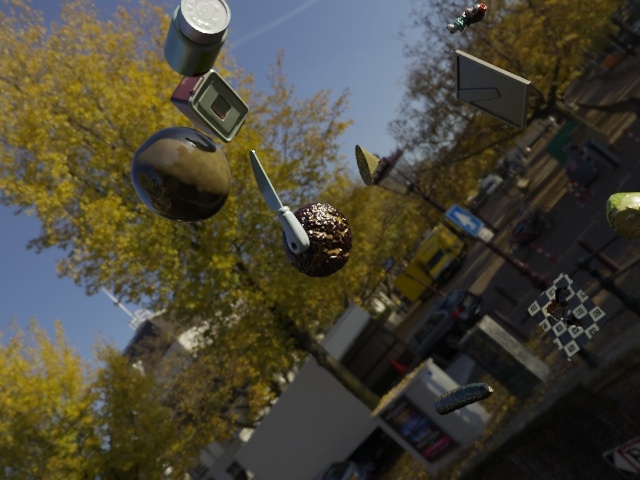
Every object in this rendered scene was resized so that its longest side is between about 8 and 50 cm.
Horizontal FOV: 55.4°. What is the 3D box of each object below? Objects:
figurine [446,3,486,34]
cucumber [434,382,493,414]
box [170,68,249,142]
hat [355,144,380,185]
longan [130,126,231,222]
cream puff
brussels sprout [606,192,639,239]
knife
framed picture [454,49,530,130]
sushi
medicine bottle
[{"bbox_3d":[0.389,-0.588,1.619,0.106,0.047,0.060,-33,5,10],"label":"figurine"},{"bbox_3d":[0.432,0.469,1.833,0.067,0.067,0.293,-45,-5,-31],"label":"cucumber"},{"bbox_3d":[-0.455,-0.549,2.476,0.294,0.168,0.193,44,-111,-50],"label":"box"},{"bbox_3d":[0.172,-0.263,2.066,0.067,0.146,0.146,-17,-13,-8],"label":"hat"},{"bbox_3d":[-0.438,-0.206,1.926,0.319,0.319,0.319,-48,-7,-8],"label":"longan"},{"bbox_3d":[0.000,0.000,1.909,0.239,0.239,0.165,-46,31,-25],"label":"cream puff"},{"bbox_3d":[0.922,-0.085,1.787,0.151,0.149,0.122,49,-135,-47],"label":"brussels sprout"},{"bbox_3d":[-0.132,-0.109,1.772,0.044,0.331,0.080,-27,-7,-33],"label":"knife"},{"bbox_3d":[0.572,-0.502,2.049,0.020,0.289,0.211,-42,-34,-17],"label":"framed picture"},{"bbox_3d":[0.600,0.184,1.465,0.139,0.031,0.201,-53,29,19],"label":"sushi"},{"bbox_3d":[-0.312,-0.520,1.539,0.139,0.139,0.225,-46,7,-25],"label":"medicine bottle"}]
